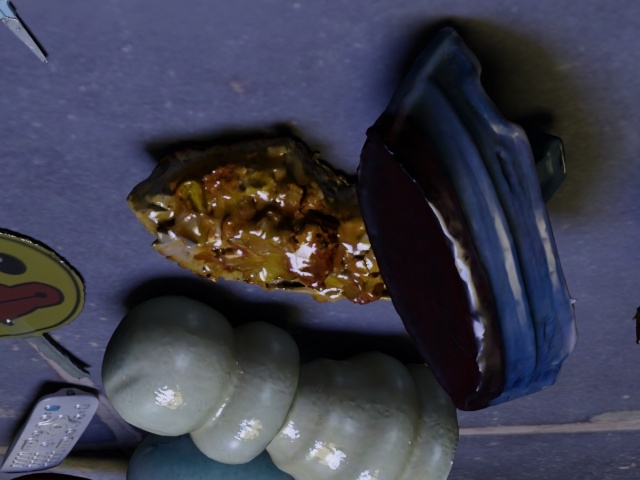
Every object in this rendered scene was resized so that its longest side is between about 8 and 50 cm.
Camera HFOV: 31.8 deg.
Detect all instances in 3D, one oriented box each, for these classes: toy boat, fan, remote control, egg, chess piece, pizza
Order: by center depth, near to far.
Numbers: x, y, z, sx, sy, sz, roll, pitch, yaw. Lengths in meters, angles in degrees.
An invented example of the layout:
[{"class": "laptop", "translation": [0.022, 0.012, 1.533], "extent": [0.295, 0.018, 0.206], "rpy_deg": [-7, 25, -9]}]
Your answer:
[{"class": "toy boat", "translation": [0.119, -0.005, 0.780], "extent": [0.129, 0.142, 0.309], "rpy_deg": [24, 143, 49]}, {"class": "pizza", "translation": [0.000, 0.000, 0.866], "extent": [0.305, 0.085, 0.161], "rpy_deg": [14, 147, -22]}, {"class": "fan", "translation": [-0.314, 0.061, 1.062], "extent": [0.230, 0.011, 0.335], "rpy_deg": [-9, 146, 18]}, {"class": "chess piece", "translation": [-0.049, 0.152, 1.072], "extent": [0.330, 0.182, 0.182], "rpy_deg": [25, 143, -24]}, {"class": "egg", "translation": [-0.099, 0.273, 1.255], "extent": [0.237, 0.169, 0.169], "rpy_deg": [2, 150, 5]}, {"class": "remote control", "translation": [-0.322, 0.223, 1.312], "extent": [0.073, 0.044, 0.229], "rpy_deg": [4, 146, -27]}]

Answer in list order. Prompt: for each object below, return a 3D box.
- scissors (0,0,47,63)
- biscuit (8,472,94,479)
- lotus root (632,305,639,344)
[{"class": "scissors", "translation": [-0.196, -0.139, 0.713], "extent": [0.036, 0.006, 0.083], "rpy_deg": [-11, 148, 17]}, {"class": "biscuit", "translation": [-0.166, 0.372, 1.311], "extent": [0.368, 0.076, 0.394], "rpy_deg": [9, -168, -31]}, {"class": "lotus root", "translation": [0.316, 0.020, 0.831], "extent": [0.154, 0.154, 0.278], "rpy_deg": [5, 149, -5]}]
